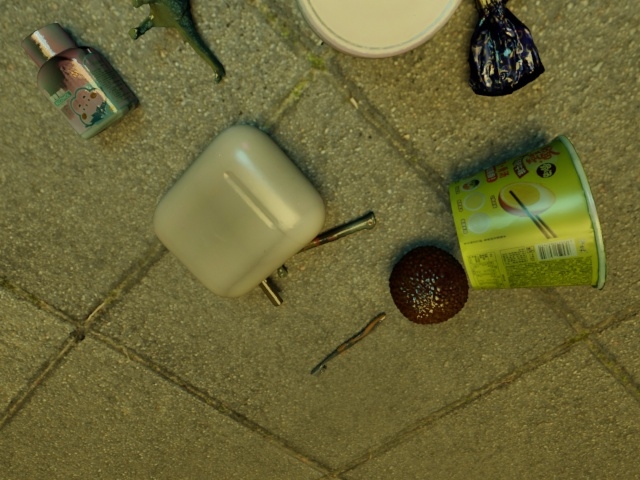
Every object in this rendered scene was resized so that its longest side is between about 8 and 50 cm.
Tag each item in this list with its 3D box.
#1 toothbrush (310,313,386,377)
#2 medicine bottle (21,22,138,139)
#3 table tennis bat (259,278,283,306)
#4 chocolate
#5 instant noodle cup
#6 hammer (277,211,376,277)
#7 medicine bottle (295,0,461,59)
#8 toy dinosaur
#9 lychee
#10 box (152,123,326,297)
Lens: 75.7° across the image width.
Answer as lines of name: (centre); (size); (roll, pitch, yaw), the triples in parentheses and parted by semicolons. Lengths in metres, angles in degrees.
toothbrush: (0.076, 0.305, 1.183); (0.031, 0.023, 0.321); (30, 119, -23)
medicine bottle: (-0.465, -0.308, 0.794); (0.119, 0.094, 0.188); (-25, 117, 18)
table tennis bat: (-0.171, 0.072, 1.035); (0.131, 0.022, 0.234); (-25, 108, 27)
chocolate: (0.287, -0.429, 0.690); (0.148, 0.126, 0.343); (-35, 118, -23)
instant noodle cup: (0.397, -0.035, 0.829); (0.221, 0.311, 0.311); (-13, 120, 22)
hammer: (0.000, 0.000, 0.998); (0.287, 0.033, 0.111); (-21, 119, 14)
medicine bottle: (0.080, -0.393, 0.585); (0.256, 0.325, 0.256); (3, 124, 4)
toy dinosaur: (-0.276, -0.443, 0.704); (0.076, 0.147, 0.363); (14, 128, 43)
lychee: (0.250, 0.108, 0.971); (0.194, 0.194, 0.194); (1, 121, 2)
box: (-0.180, -0.051, 0.892); (0.349, 0.141, 0.289); (-40, 96, 23)
